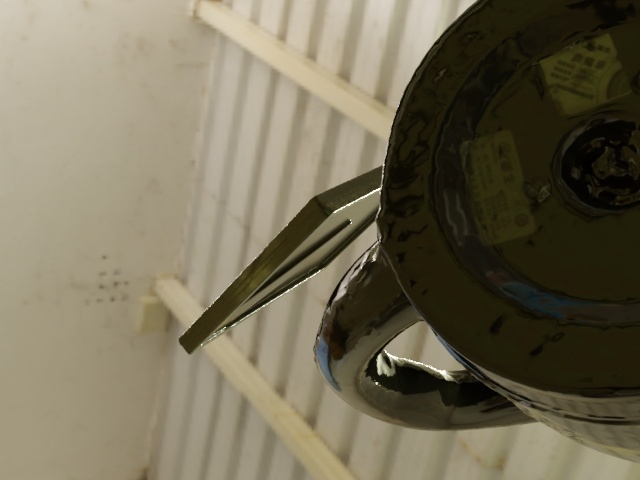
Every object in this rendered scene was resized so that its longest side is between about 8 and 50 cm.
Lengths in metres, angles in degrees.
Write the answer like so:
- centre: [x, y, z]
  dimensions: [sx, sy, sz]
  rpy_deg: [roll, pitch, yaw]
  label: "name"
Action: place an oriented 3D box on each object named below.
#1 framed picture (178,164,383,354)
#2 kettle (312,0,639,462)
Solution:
- centre: [0.000, 0.000, 0.781]
  dimensions: [0.015, 0.203, 0.150]
  rpy_deg: [49, -60, 7]
  label: "framed picture"
- centre: [0.158, 0.035, 0.642]
  dimensions: [0.321, 0.324, 0.228]
  rpy_deg: [-26, -120, 15]
  label: "kettle"
